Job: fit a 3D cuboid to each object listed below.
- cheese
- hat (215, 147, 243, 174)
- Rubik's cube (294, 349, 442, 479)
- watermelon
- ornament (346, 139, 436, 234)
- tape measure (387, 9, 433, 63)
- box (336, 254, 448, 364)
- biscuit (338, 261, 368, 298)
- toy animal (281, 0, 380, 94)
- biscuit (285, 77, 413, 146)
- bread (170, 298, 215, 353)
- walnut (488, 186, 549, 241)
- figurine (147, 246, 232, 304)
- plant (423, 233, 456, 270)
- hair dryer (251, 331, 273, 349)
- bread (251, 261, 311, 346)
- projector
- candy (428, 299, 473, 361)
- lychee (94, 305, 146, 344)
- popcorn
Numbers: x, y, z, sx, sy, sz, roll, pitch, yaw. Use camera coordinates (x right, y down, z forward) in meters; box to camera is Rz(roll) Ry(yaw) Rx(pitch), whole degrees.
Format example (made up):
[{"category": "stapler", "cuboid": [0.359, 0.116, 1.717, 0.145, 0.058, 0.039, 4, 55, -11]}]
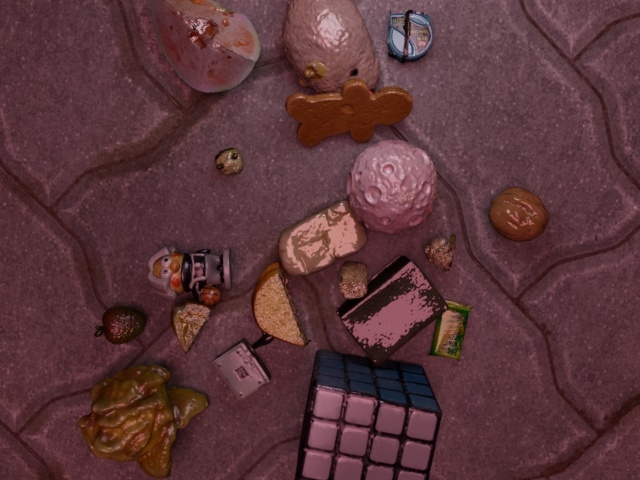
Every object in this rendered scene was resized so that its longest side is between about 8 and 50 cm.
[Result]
[{"category": "cheese", "cuboid": [0.000, 0.000, 1.667, 0.262, 0.093, 0.159, -26, 92, 4]}, {"category": "hat", "cuboid": [-0.263, -0.226, 1.661, 0.077, 0.059, 0.076, -15, 100, -3]}, {"category": "Rubik's cube", "cuboid": [0.118, 0.528, 1.596, 0.336, 0.344, 0.344, 10, 97, -1]}, {"category": "watermelon", "cuboid": [-0.308, -0.547, 1.600, 0.322, 0.188, 0.175, 45, 49, 2]}, {"category": "ornament", "cuboid": [0.187, -0.144, 1.570, 0.224, 0.259, 0.260, 5, 96, -9]}, {"category": "tape measure", "cuboid": [0.251, -0.570, 1.612, 0.125, 0.081, 0.146, 2, 96, 3]}, {"category": "box", "cuboid": [0.200, 0.195, 1.661, 0.273, 0.143, 0.184, -40, 94, 3]}, {"category": "biscuit", "cuboid": [0.094, 0.113, 1.640, 0.081, 0.168, 0.071, -2, 106, 6]}, {"category": "toy animal", "cuboid": [0.012, -0.543, 1.559, 0.226, 0.188, 0.359, -29, 103, 0]}, {"category": "biscuit", "cuboid": [0.084, -0.359, 1.596, 0.339, 0.216, 0.047, -11, 55, 9]}, {"category": "bread", "cuboid": [-0.391, 0.238, 1.686, 0.110, 0.103, 0.156, 29, 89, -8]}, {"category": "walnut", "cuboid": [0.560, -0.072, 1.635, 0.166, 0.149, 0.167, 1, 62, -3]}, {"category": "figurine", "cuboid": [-0.372, 0.101, 1.648, 0.236, 0.133, 0.176, -2, 62, -4]}, {"category": "plant", "cuboid": [0.365, 0.027, 1.665, 0.122, 0.116, 0.104, -42, 109, -16]}, {"category": "hair dryer", "cuboid": [-0.184, 0.277, 1.733, 0.079, 0.031, 0.083, -29, 81, 11]}, {"category": "bread", "cuboid": [-0.131, 0.204, 1.666, 0.133, 0.129, 0.261, -22, 93, 2]}, {"category": "projector", "cuboid": [-0.233, 0.385, 1.723, 0.115, 0.061, 0.147, -34, 96, 2]}, {"category": "candy", "cuboid": [0.386, 0.270, 1.721, 0.102, 0.032, 0.179, 11, 96, -1]}, {"category": "lychee", "cuboid": [-0.584, 0.248, 1.682, 0.146, 0.114, 0.114, -11, 96, -13]}, {"category": "popcorn", "cuboid": [-0.503, 0.518, 1.631, 0.320, 0.290, 0.326, -17, 77, 4]}]
